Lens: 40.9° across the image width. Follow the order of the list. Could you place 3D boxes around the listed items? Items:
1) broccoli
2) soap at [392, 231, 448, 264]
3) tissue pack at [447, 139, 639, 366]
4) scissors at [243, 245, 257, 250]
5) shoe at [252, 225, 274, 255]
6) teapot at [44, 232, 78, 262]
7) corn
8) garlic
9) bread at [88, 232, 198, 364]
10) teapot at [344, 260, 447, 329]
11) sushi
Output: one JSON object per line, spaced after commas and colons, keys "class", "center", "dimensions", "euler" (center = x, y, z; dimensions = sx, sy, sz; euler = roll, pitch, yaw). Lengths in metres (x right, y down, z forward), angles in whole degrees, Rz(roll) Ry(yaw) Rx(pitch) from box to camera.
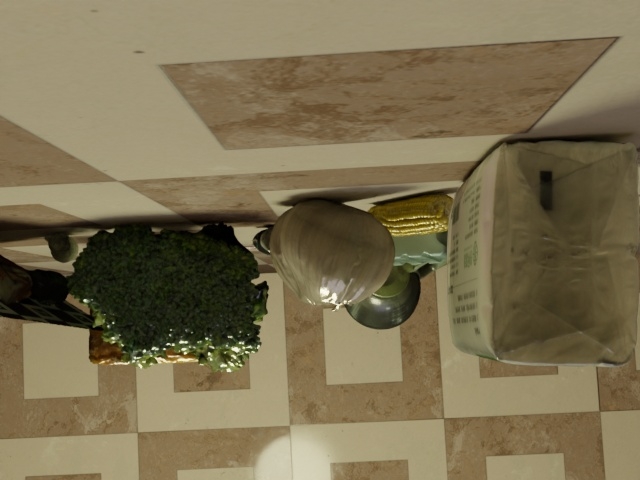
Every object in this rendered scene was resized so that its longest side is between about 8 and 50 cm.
{"class": "broccoli", "center": [-0.274, 0.112, 1.655], "dimensions": [0.338, 0.277, 0.317], "euler": [-15, 158, 20]}
{"class": "soap", "center": [0.198, 0.001, 1.811], "dimensions": [0.160, 0.087, 0.265], "euler": [-4, 175, 16]}
{"class": "tissue pack", "center": [0.279, 0.028, 1.131], "dimensions": [0.194, 0.266, 0.356], "euler": [2, 175, 1]}
{"class": "scissors", "center": [-0.150, 0.017, 2.185], "dimensions": [0.085, 0.022, 0.176], "euler": [2, 177, -18]}
{"class": "shoe", "center": [-0.081, 0.005, 1.843], "dimensions": [0.169, 0.071, 0.099], "euler": [7, 173, -43]}
{"class": "teapot", "center": [-0.525, 0.009, 1.734], "dimensions": [0.067, 0.057, 0.083], "euler": [27, 166, -5]}
{"class": "corn", "center": [0.152, -0.040, 1.446], "dimensions": [0.067, 0.067, 0.206], "euler": [1, 176, -39]}
{"class": "garlic", "center": [0.002, 0.013, 1.399], "dimensions": [0.229, 0.178, 0.143], "euler": [12, 169, 32]}
{"class": "bread", "center": [-0.373, 0.134, 1.925], "dimensions": [0.279, 0.279, 0.207], "euler": [-2, 176, -10]}
{"class": "teapot", "center": [0.225, 0.128, 2.540], "dimensions": [0.321, 0.239, 0.239], "euler": [2, 162, 0]}
{"class": "sushi", "center": [-0.597, 0.060, 1.643], "dimensions": [0.343, 0.064, 0.359], "euler": [27, 179, 24]}
